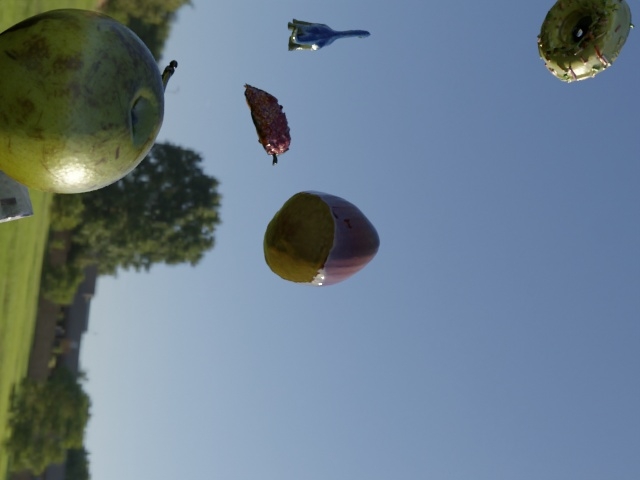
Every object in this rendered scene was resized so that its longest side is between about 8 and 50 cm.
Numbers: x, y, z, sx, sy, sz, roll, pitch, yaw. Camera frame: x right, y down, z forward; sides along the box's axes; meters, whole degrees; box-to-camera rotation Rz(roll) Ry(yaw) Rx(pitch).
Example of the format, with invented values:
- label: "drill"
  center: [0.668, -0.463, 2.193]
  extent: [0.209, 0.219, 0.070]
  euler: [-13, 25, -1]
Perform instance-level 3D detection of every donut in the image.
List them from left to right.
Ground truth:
- label: "donut"
  center: [0.444, -0.356, 1.534]
  extent: [0.174, 0.068, 0.175]
  euler: [-25, -126, 39]

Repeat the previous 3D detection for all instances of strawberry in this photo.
- label: "strawberry"
  center: [-0.121, -0.283, 2.156]
  extent: [0.140, 0.085, 0.192]
  euler: [76, -6, -81]

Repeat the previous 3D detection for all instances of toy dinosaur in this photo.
- label: "toy dinosaur"
  center: [0.018, -0.469, 2.051]
  extent: [0.248, 0.188, 0.075]
  euler: [-69, 160, -77]

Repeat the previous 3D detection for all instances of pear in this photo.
- label: "pear"
  center: [-0.369, -0.203, 1.299]
  extent: [0.283, 0.283, 0.284]
  euler: [-174, -90, -73]

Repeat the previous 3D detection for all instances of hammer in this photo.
- label: "hammer"
  center: [-0.321, -0.315, 1.835]
  extent: [0.065, 0.021, 0.178]
  euler: [-50, -159, 23]

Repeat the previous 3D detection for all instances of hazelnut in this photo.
- label: "hazelnut"
  center: [-0.001, -0.010, 1.684]
  extent: [0.210, 0.186, 0.210]
  euler: [-32, -154, 17]

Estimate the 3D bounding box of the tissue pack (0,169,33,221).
- label: "tissue pack"
  center: [-0.593, -0.101, 1.411]
  extent: [0.124, 0.225, 0.185]
  euler: [-25, 104, -70]
